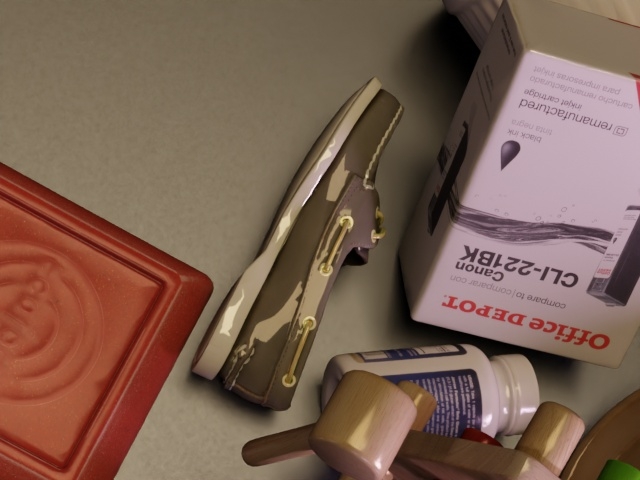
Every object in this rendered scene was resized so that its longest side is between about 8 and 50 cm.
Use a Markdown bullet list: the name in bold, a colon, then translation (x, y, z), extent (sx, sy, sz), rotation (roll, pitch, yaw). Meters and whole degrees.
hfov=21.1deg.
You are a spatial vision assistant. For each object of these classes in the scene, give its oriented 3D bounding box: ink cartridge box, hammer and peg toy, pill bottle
- **ink cartridge box**: translation (0.203, -0.044, 1.438), extent (0.197, 0.273, 0.114), rotation (14, 32, -11)
- **hammer and peg toy**: translation (0.116, 0.188, 1.292), extent (0.361, 0.266, 0.127), rotation (40, 71, -24)
- **pill bottle**: translation (0.093, 0.136, 1.446), extent (0.169, 0.094, 0.094), rotation (-3, 72, -17)

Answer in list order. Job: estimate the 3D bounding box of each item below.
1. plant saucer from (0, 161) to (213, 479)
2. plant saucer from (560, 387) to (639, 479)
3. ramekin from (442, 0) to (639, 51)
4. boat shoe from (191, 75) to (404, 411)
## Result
- **plant saucer**: translation (-0.248, 0.072, 1.397), extent (0.259, 0.048, 0.258), rotation (29, 66, -5)
- **plant saucer**: translation (0.317, 0.234, 1.415), extent (0.041, 0.278, 0.278), rotation (41, 58, -43)
- **ramekin**: translation (0.252, -0.228, 1.538), extent (0.273, 0.273, 0.127), rotation (-29, 94, -23)
- **boat shoe**: translation (-0.001, 0.001, 1.463), extent (0.091, 0.109, 0.305), rotation (31, 72, -5)
